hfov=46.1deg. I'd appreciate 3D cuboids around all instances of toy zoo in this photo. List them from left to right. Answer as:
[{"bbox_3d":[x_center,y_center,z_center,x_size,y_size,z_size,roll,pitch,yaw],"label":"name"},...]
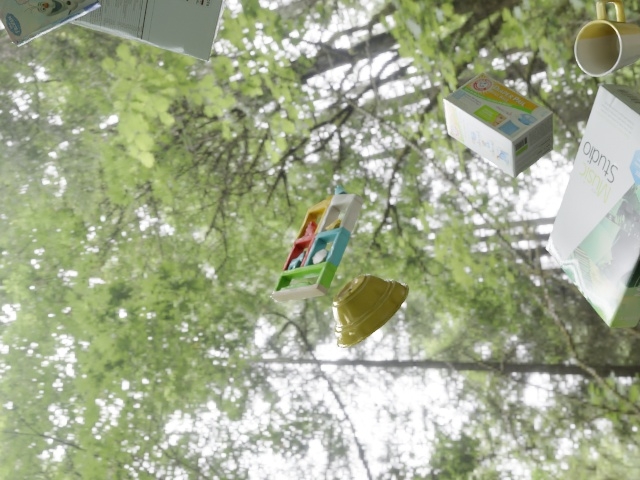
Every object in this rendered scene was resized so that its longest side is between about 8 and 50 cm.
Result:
[{"bbox_3d":[0.000,0.000,1.714,0.030,0.192,0.293,35,-117,-25],"label":"toy zoo"}]

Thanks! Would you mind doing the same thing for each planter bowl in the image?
[{"bbox_3d":[0.094,0.142,1.738,0.090,0.217,0.217,50,-135,-10],"label":"planter bowl"}]

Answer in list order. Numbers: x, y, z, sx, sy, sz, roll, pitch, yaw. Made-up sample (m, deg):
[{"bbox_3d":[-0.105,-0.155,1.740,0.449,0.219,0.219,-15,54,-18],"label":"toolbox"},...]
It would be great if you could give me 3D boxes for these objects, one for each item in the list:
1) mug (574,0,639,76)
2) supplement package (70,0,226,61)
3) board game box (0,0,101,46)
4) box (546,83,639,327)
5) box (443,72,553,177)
[{"bbox_3d":[0.338,-0.228,0.854,0.064,0.062,0.078,-15,-47,-31],"label":"mug"},{"bbox_3d":[-0.229,-0.383,1.059,0.203,0.149,0.194,14,-143,-9],"label":"supplement package"},{"bbox_3d":[-0.271,-0.246,0.715,0.090,0.090,0.020,63,176,-2],"label":"board game box"},{"bbox_3d":[0.476,-0.056,1.199,0.232,0.058,0.322,-111,23,-55],"label":"box"},{"bbox_3d":[0.362,-0.239,1.536,0.114,0.203,0.103,-36,-41,-14],"label":"box"}]
